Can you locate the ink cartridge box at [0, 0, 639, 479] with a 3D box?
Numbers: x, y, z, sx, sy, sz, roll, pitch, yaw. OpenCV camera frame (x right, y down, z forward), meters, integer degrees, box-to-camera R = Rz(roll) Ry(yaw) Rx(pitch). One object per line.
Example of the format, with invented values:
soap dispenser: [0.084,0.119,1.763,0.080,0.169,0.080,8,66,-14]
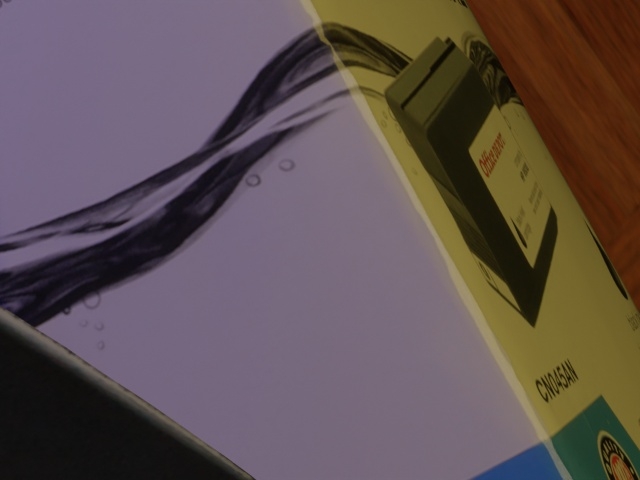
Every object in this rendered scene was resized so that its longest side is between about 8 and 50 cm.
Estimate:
ink cartridge box: [0.000,0.000,0.801,0.395,0.166,0.285,61,16,5]

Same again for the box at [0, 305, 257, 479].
box: [-0.222,0.193,0.363,0.212,0.293,0.395,31,40,10]
